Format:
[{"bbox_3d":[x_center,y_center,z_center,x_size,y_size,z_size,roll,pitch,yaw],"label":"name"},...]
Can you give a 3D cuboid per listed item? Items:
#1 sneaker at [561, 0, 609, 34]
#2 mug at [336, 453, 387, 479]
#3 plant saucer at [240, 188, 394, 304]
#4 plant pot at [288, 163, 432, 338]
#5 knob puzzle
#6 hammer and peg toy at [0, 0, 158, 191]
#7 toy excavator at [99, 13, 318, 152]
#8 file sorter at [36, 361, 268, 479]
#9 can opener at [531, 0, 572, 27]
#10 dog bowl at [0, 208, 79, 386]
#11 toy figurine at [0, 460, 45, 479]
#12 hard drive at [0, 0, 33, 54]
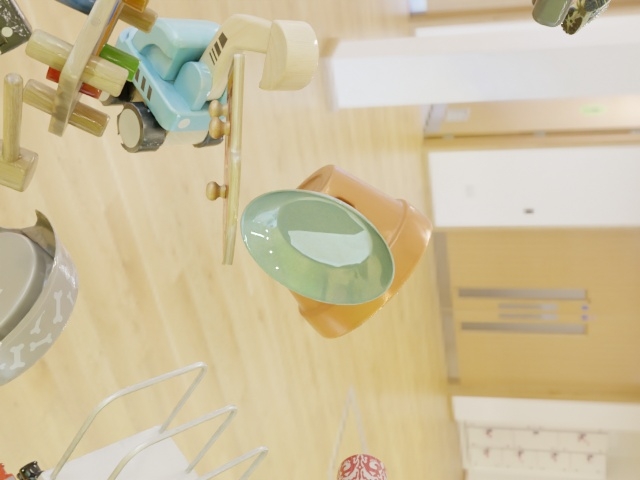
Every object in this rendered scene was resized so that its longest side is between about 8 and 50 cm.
[{"bbox_3d":[0.454,-0.399,1.467,0.052,0.058,0.135,58,-30,9],"label":"sneaker"},{"bbox_3d":[0.082,0.481,1.572,0.150,0.113,0.169,49,19,-18],"label":"mug"},{"bbox_3d":[0.000,0.000,1.052,0.195,0.195,0.037,74,31,-44],"label":"plant saucer"},{"bbox_3d":[0.026,0.002,1.590,0.203,0.291,0.291,42,33,-14],"label":"plant pot"},{"bbox_3d":[-0.095,-0.073,0.858,0.213,0.030,0.213,-178,-90,-81],"label":"knob puzzle"},{"bbox_3d":[-0.313,-0.235,1.176,0.266,0.127,0.361,-28,-141,67],"label":"hammer and peg toy"},{"bbox_3d":[-0.232,-0.350,1.768,0.222,0.433,0.445,-11,146,-42],"label":"toy excavator"},{"bbox_3d":[-0.147,0.308,1.017,0.193,0.277,0.173,-13,147,-53],"label":"file sorter"},{"bbox_3d":[0.320,-0.417,1.147,0.076,0.095,0.283,-77,-177,-45],"label":"can opener"},{"bbox_3d":[-0.569,0.106,1.515,0.102,0.349,0.348,55,36,-45],"label":"dog bowl"},{"bbox_3d":[-0.562,0.501,1.551,0.148,0.210,0.213,52,-3,14],"label":"toy figurine"},{"bbox_3d":[-0.685,-0.367,1.460,0.236,0.339,0.064,64,-3,-39],"label":"hard drive"}]
